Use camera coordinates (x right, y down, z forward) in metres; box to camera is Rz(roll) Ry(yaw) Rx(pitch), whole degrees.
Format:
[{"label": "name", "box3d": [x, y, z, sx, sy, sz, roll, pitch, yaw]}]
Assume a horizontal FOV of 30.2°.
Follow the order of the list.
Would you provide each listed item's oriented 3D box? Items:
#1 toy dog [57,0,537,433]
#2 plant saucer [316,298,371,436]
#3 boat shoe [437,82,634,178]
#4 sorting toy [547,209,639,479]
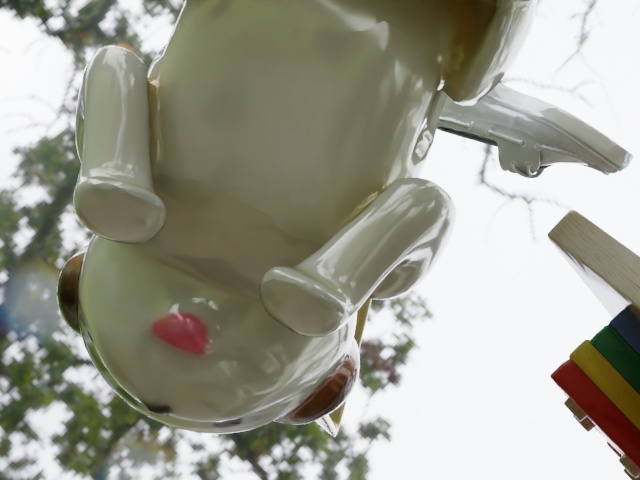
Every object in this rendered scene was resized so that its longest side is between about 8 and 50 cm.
[{"label": "toy dog", "box3d": [-0.047, -0.058, 0.828, 0.285, 0.407, 0.395, 20, 12, -9]}, {"label": "plant saucer", "box3d": [0.000, 0.000, 1.195, 0.081, 0.332, 0.332, 11, -19, 11]}, {"label": "boat shoe", "box3d": [0.165, -0.084, 0.963, 0.184, 0.063, 0.066, 30, 5, 32]}, {"label": "sorting toy", "box3d": [0.241, 0.136, 0.686, 0.255, 0.089, 0.257, 45, 2, -34]}]
